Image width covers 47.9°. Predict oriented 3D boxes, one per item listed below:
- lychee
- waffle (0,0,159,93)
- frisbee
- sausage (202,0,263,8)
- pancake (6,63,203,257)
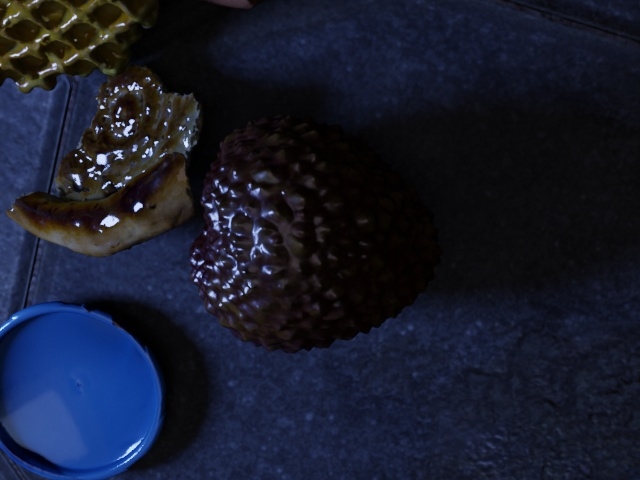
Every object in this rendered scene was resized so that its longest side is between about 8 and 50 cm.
[{"bbox_3d":[0.000,0.000,0.751,0.272,0.271,0.271,1,103,3],"label":"lychee"},{"bbox_3d":[-0.285,-0.239,0.686,0.249,0.253,0.056,-6,61,-4],"label":"waffle"},{"bbox_3d":[-0.308,0.187,0.901,0.242,0.045,0.242,1,102,3],"label":"frisbee"},{"bbox_3d":[-0.183,-0.320,0.737,0.305,0.121,0.121,12,103,-1],"label":"sausage"},{"bbox_3d":[-0.222,-0.065,0.782,0.212,0.056,0.257,45,106,28],"label":"pancake"}]
